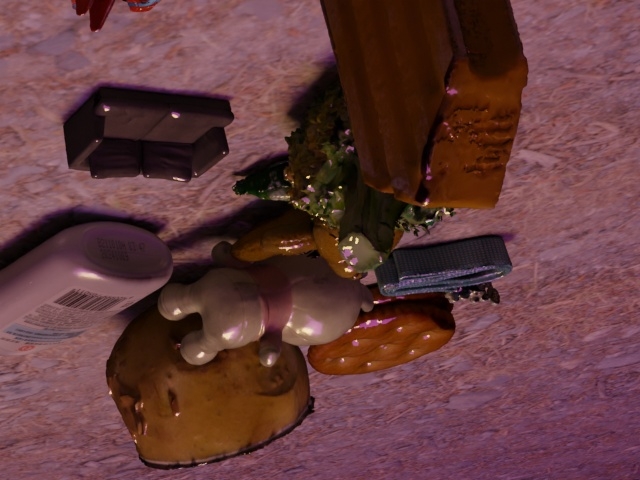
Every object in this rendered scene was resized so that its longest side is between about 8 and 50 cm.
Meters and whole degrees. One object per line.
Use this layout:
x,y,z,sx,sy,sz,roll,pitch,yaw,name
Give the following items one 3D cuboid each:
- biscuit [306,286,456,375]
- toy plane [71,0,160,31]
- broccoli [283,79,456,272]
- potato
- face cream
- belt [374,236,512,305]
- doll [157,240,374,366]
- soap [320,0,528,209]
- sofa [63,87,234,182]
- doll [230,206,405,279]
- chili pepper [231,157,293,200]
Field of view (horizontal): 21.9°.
0.081,0.123,2.272,0.220,0.066,0.220,-12,160,-4,biscuit
-0.113,-0.217,1.255,0.189,0.061,0.130,-20,159,7,toy plane
0.051,-0.052,1.593,0.194,0.194,0.220,-17,128,12,broccoli
-0.139,0.146,2.058,0.246,0.196,0.300,-9,-171,-1,potato
-0.323,0.075,1.880,0.163,0.080,0.336,8,152,-45,face cream
0.152,0.042,2.115,0.179,0.065,0.100,-5,150,-15,belt
-0.044,0.066,1.906,0.275,0.155,0.113,-12,163,-28,doll
0.079,-0.145,1.268,0.080,0.258,0.160,-1,157,-29,soap
-0.158,-0.094,1.554,0.147,0.060,0.085,4,154,-37,sofa
0.000,0.000,1.816,0.209,0.097,0.137,-9,-174,41,doll
0.019,-0.069,1.743,0.226,0.059,0.088,-8,-178,3,chili pepper
